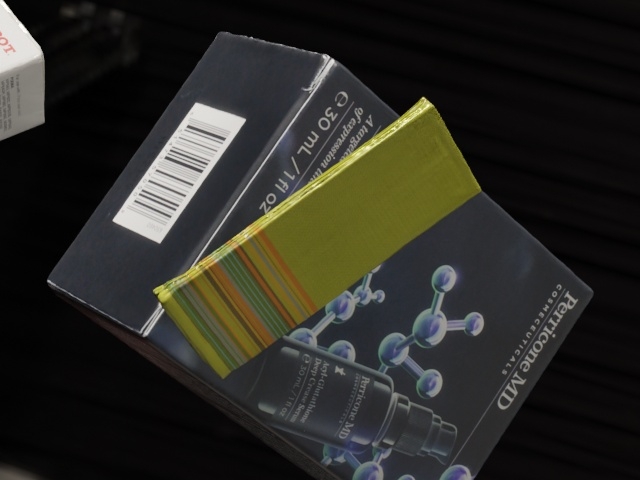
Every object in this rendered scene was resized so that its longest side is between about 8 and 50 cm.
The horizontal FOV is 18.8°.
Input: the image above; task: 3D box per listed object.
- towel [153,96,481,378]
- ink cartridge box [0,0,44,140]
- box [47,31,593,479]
[{"bbox_3d":[0.000,0.000,1.375,0.237,0.021,0.102,-36,-46,-3],"label":"towel"},{"bbox_3d":[-0.473,-0.182,2.184,0.273,0.197,0.114,-25,-34,-24],"label":"ink cartridge box"},{"bbox_3d":[0.005,0.045,1.801,0.395,0.212,0.293,39,-100,-33],"label":"box"}]
